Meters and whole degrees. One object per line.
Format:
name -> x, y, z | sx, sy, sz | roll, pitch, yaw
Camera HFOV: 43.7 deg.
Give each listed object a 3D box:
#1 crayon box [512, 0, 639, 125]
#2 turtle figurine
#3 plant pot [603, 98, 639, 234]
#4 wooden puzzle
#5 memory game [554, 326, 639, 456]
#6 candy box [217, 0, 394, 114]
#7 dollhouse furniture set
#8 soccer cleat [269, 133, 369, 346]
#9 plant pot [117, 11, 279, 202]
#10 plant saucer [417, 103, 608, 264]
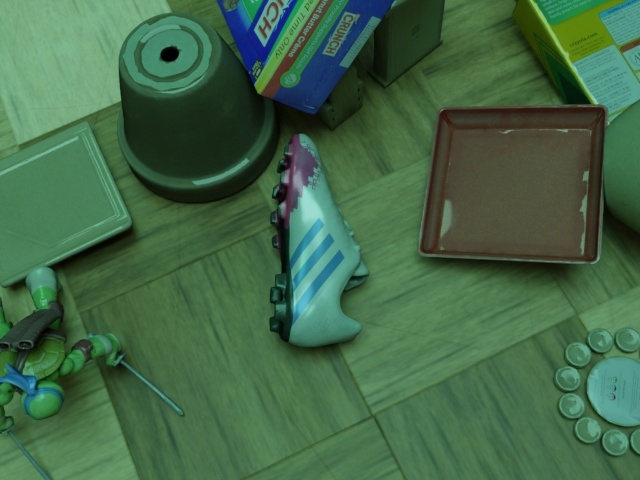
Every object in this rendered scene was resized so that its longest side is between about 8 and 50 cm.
crayon box -> 0.454, -0.333, 1.278 | 0.203, 0.083, 0.322 | -25, 77, -6
turtle figurine -> -0.392, 0.186, 1.137 | 0.198, 0.275, 0.266 | -45, 49, 9
plant pot -> 0.504, -0.104, 1.117 | 0.191, 0.284, 0.284 | -1, 66, 26
wooden puzzle -> -0.436, -0.060, 1.279 | 0.221, 0.044, 0.238 | -26, 63, -6
memory game -> 0.419, 0.209, 1.112 | 0.186, 0.012, 0.186 | -2, 66, 3
candy box -> -0.030, -0.398, 1.201 | 0.122, 0.268, 0.317 | 10, 42, -38
dollhouse furniture set -> 0.018, -0.405, 1.301 | 0.286, 0.198, 0.303 | -40, 69, -12
soccer cleat -> 0.000, 0.000, 1.192 | 0.143, 0.116, 0.331 | 5, 69, -11
plant pot -> -0.202, -0.221, 1.225 | 0.263, 0.229, 0.263 | -1, 67, 3
plant saucer -> 0.291, -0.081, 1.200 | 0.259, 0.047, 0.259 | 2, 67, 21
